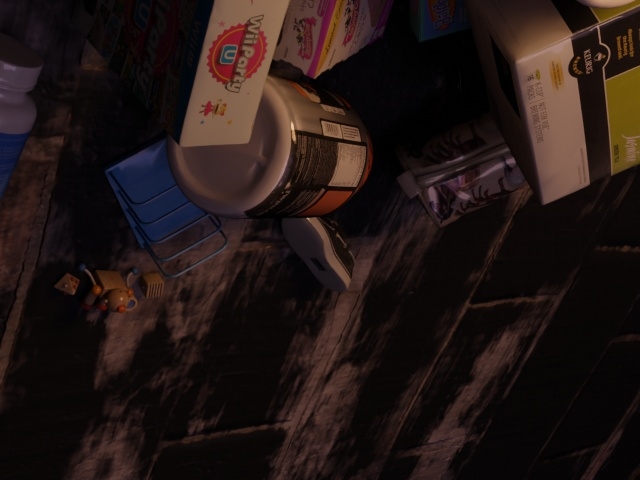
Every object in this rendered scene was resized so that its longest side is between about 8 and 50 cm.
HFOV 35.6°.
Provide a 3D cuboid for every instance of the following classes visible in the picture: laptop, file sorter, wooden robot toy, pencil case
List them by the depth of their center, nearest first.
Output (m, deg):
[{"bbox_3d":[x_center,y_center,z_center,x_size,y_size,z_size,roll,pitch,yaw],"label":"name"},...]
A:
[{"bbox_3d":[-0.216,-0.047,1.433,0.118,0.104,0.170,-30,140,-13],"label":"file sorter"},{"bbox_3d":[-0.310,0.089,1.502,0.173,0.079,0.076,6,121,-42],"label":"wooden robot toy"},{"bbox_3d":[0.325,-0.160,1.645,0.410,0.160,0.183,-23,167,7],"label":"pencil case"},{"bbox_3d":[0.357,-0.280,1.663,0.264,0.136,0.234,-36,141,-17],"label":"laptop"}]

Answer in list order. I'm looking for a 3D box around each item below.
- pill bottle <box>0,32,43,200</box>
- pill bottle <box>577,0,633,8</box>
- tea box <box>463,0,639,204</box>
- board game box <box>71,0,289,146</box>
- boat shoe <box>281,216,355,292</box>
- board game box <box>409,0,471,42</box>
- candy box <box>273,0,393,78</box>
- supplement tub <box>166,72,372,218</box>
[{"bbox_3d":[-0.410,-0.131,1.177,0.124,0.124,0.222,9,121,-44],"label":"pill bottle"},{"bbox_3d":[0.255,-0.462,1.207,0.224,0.392,0.224,-22,137,-23],"label":"pill bottle"},{"bbox_3d":[0.394,-0.274,1.381,0.323,0.220,0.329,-22,144,4],"label":"tea box"},{"bbox_3d":[-0.160,-0.277,1.105,0.097,0.303,0.224,-7,129,-37],"label":"board game box"},{"bbox_3d":[0.000,0.000,1.691,0.070,0.077,0.219,-65,146,-28],"label":"boat shoe"},{"bbox_3d":[0.228,-0.377,1.396,0.210,0.047,0.160,-17,144,-8],"label":"board game box"},{"bbox_3d":[0.034,-0.326,1.323,0.233,0.071,0.159,-42,155,-54],"label":"candy box"},{"bbox_3d":[-0.054,-0.126,1.375,0.194,0.193,0.316,-54,162,15],"label":"supplement tub"}]
